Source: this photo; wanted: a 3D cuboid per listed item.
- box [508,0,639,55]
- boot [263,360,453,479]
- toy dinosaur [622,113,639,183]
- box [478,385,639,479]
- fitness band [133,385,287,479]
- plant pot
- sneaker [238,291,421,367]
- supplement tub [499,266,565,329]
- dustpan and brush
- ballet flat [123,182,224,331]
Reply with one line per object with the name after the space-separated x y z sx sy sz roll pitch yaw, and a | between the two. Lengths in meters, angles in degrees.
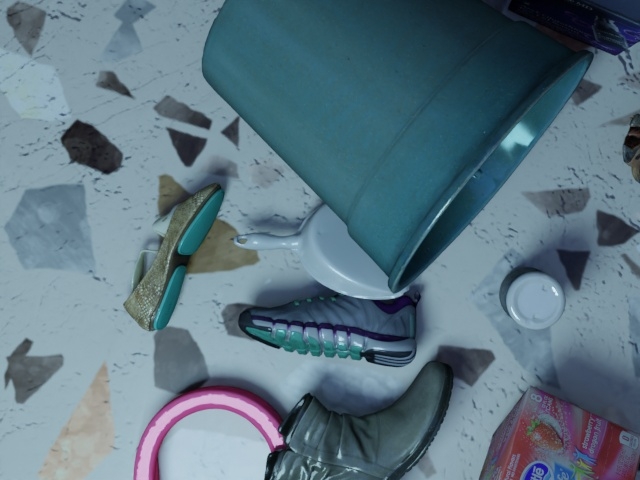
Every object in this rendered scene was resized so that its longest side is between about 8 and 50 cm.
0.316 -0.302 1.312 0.153 0.207 0.108 24 93 3 | box
0.045 0.228 1.388 0.161 0.083 0.246 31 87 -8 | boot
0.488 -0.153 1.356 0.295 0.127 0.200 8 100 -9 | toy dinosaur
0.244 0.340 1.294 0.154 0.142 0.300 24 52 2 | box
-0.128 0.328 1.439 0.209 0.054 0.291 -7 93 4 | fitness band
0.069 -0.176 1.290 0.334 0.341 0.341 41 94 11 | plant pot
0.013 0.093 1.423 0.223 0.083 0.098 10 69 1 | sneaker
0.255 0.069 1.378 0.071 0.107 0.071 0 92 4 | supplement tub
0.000 0.000 1.410 0.211 0.060 0.147 5 70 -9 | dustpan and brush
-0.191 0.012 1.427 0.067 0.073 0.206 26 90 17 | ballet flat
